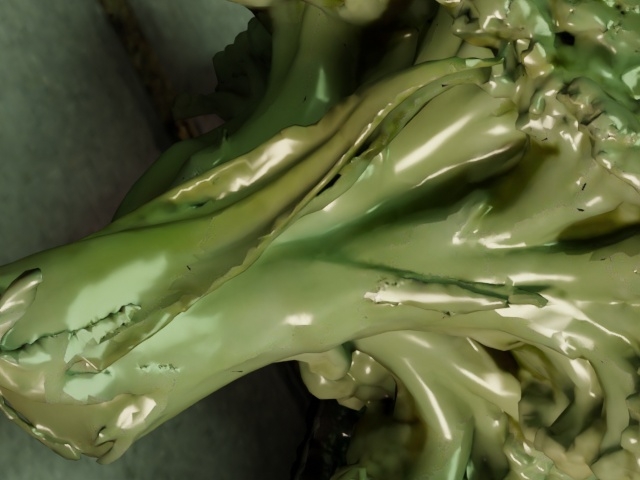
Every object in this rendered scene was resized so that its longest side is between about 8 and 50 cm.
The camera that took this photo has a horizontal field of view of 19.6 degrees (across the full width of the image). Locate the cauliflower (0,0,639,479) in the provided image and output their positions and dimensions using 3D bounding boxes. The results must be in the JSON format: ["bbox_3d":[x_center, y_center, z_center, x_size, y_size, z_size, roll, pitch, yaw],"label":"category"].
[{"bbox_3d":[0.021,0.004,0.699,0.281,0.327,0.260,-42,116,-6],"label":"cauliflower"}]

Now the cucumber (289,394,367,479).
[{"bbox_3d":[0.022,0.098,0.820,0.077,0.077,0.265,37,58,-37],"label":"cucumber"}]
